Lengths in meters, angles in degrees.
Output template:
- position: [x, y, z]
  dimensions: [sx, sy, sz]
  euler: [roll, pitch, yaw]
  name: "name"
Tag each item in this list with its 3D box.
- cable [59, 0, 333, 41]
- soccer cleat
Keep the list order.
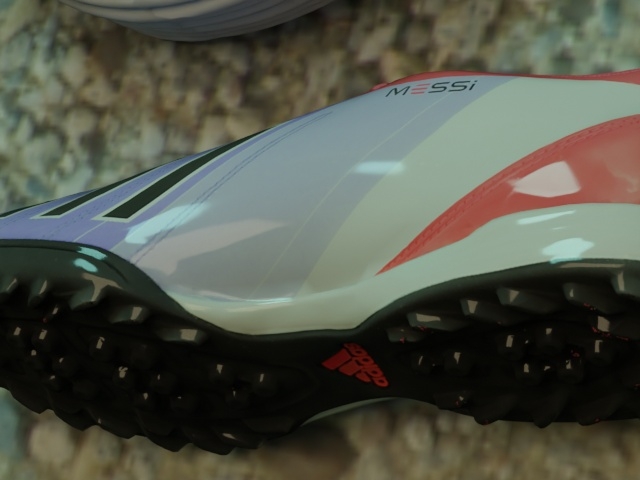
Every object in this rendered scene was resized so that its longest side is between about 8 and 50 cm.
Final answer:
- position: [-0.035, -0.202, 0.738]
  dimensions: [0.257, 0.089, 0.257]
  euler: [15, 80, 31]
  name: "cable"
- position: [0.000, 0.000, 0.653]
  dimensions: [0.318, 0.108, 0.116]
  euler: [-5, 51, 29]
  name: "soccer cleat"
